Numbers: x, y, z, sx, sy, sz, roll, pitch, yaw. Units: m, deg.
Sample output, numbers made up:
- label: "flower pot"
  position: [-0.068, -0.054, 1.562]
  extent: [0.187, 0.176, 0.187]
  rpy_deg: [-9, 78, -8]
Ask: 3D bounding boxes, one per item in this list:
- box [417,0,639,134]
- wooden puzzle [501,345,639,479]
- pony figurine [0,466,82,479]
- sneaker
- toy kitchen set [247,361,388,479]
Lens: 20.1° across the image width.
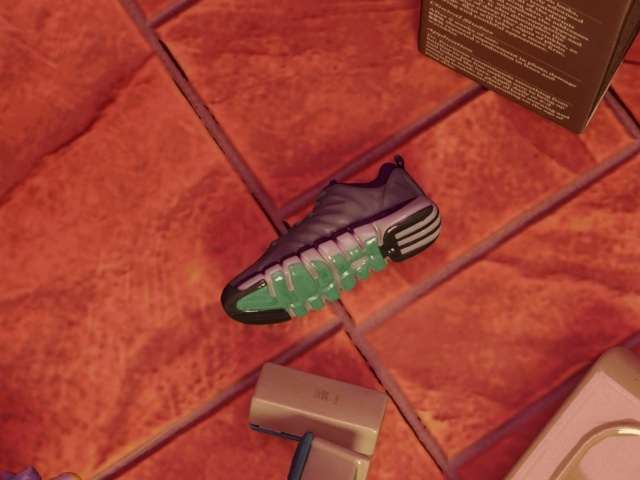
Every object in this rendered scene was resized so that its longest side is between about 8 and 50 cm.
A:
- label: "box"
  position: [0.199, -0.247, 1.599]
  extent: [0.191, 0.381, 0.143]
  rpy_deg: [28, 79, 8]
- label: "wooden puzzle"
  position: [0.289, 0.319, 1.627]
  extent: [0.322, 0.080, 0.348]
  rpy_deg: [38, 76, 9]
- label: "pony figurine"
  position: [-0.331, 0.313, 1.498]
  extent: [0.303, 0.363, 0.351]
  rpy_deg: [-29, 81, 37]
- label: "sneaker"
  position: [0.000, 0.000, 1.718]
  extent: [0.224, 0.083, 0.098]
  rpy_deg: [-24, 54, -6]
- label: "toy kitchen set"
  position: [-0.029, 0.250, 1.657]
  extent: [0.122, 0.166, 0.207]
  rpy_deg: [15, 41, 5]
